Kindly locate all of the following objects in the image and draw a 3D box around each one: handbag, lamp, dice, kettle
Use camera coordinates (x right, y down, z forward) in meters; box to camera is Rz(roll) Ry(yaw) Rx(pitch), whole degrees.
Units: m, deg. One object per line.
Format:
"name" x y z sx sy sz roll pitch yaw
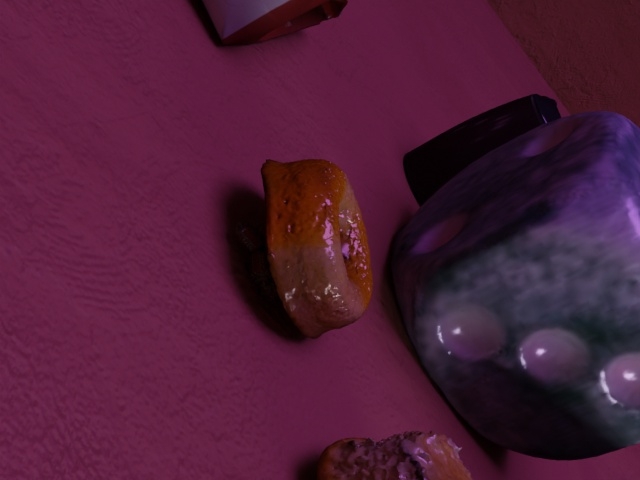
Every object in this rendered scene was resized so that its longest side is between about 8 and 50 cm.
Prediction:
"handbag" -0.055 -0.347 1.183 0.171 0.151 0.298 64 18 -3
"lamp" -0.055 0.021 0.913 0.063 0.031 0.083 -5 71 -61
"dice" 0.309 0.057 1.204 0.328 0.348 0.330 54 32 -14
"kettle" 0.271 -0.135 1.447 0.144 0.232 0.202 57 25 -10

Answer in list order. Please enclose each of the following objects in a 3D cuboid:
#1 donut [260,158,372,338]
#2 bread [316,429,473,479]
"donut" 0.001 0.001 0.928 0.190 0.075 0.174 -89 161 -52
"bread" 0.089 0.277 0.800 0.174 0.121 0.245 34 31 -59
